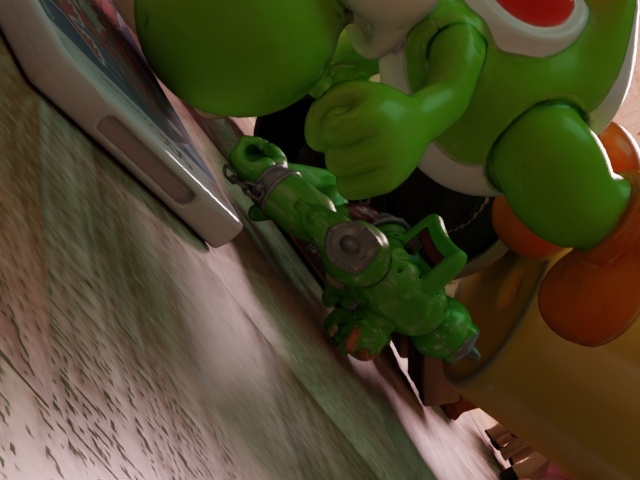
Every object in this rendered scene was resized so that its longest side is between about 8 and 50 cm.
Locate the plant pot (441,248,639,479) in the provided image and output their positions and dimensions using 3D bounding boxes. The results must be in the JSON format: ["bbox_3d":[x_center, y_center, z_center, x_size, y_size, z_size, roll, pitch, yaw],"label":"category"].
[{"bbox_3d":[0.223,0.075,1.141,0.239,0.254,0.254,25,13,-13],"label":"plant pot"}]

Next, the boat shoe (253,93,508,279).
[{"bbox_3d":[0.041,-0.062,1.238,0.113,0.127,0.340,27,4,-24],"label":"boat shoe"}]

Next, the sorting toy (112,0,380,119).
[{"bbox_3d":[-0.063,-0.175,1.137,0.196,0.047,0.348,-31,80,-42],"label":"sorting toy"}]

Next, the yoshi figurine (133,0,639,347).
[{"bbox_3d":[0.035,-0.084,0.914,0.362,0.203,0.203,44,54,-29],"label":"yoshi figurine"}]

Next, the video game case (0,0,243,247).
[{"bbox_3d":[-0.122,-0.107,0.804,0.201,0.023,0.183,58,6,32],"label":"video game case"}]

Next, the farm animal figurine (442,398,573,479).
[{"bbox_3d":[0.249,0.196,1.385,0.330,0.172,0.327,58,6,30],"label":"farm animal figurine"}]

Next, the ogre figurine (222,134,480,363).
[{"bbox_3d":[0.029,0.013,1.021,0.118,0.097,0.197,43,-18,51],"label":"ogre figurine"}]

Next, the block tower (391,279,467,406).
[{"bbox_3d":[0.081,0.006,1.377,0.335,0.091,0.097,-115,-159,-58],"label":"block tower"}]

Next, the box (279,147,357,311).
[{"bbox_3d":[0.000,0.000,1.191,0.137,0.027,0.094,54,5,-9],"label":"box"}]
